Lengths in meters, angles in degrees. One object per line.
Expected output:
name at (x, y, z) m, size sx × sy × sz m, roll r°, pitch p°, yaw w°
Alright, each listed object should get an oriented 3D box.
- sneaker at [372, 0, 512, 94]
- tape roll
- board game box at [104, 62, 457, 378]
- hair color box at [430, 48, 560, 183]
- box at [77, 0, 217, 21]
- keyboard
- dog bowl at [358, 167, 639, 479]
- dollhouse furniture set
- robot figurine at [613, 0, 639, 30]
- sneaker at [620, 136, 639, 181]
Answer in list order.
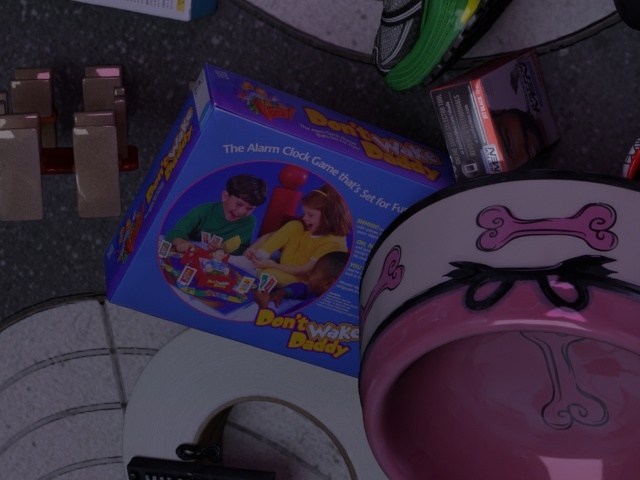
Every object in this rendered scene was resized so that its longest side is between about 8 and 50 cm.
sneaker at (0.106, -0.259, 1.420) m, size 0.146 × 0.134 × 0.343 m, roll 40°, pitch 150°, yaw 10°
tape roll at (-0.036, 0.256, 1.738) m, size 0.392 × 0.072 × 0.392 m, roll 8°, pitch 108°, yaw 24°
board game box at (0.000, 0.000, 1.522) m, size 0.347 × 0.078 × 0.233 m, roll 19°, pitch 120°, yaw -23°
hair color box at (0.164, -0.115, 1.468) m, size 0.053 × 0.167 × 0.093 m, roll -12°, pitch 100°, yaw 29°
box at (-0.225, -0.299, 1.664) m, size 0.244 × 0.060 × 0.100 m, roll 14°, pitch 111°, yaw 22°
keyboard at (-0.129, 0.269, 1.734) m, size 0.180 × 0.023 × 0.108 m, roll 2°, pitch 106°, yaw 25°
dog bowl at (0.218, 0.134, 1.428) m, size 0.408 × 0.150 × 0.408 m, roll 10°, pitch 137°, yaw 10°
dollhouse furniture set at (-0.208, -0.085, 1.627) m, size 0.259 × 0.262 × 0.135 m, roll -3°, pitch 109°, yaw -5°
robot figurine at (0.345, -0.254, 1.336) m, size 0.278 × 0.173 × 0.209 m, roll 6°, pitch 111°, yaw 25°
sneaker at (0.288, -0.014, 1.450) m, size 0.090 × 0.145 × 0.270 m, roll 35°, pitch 118°, yaw 13°
